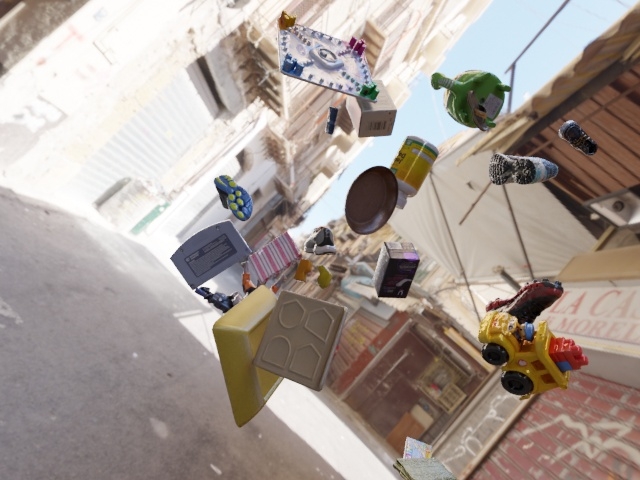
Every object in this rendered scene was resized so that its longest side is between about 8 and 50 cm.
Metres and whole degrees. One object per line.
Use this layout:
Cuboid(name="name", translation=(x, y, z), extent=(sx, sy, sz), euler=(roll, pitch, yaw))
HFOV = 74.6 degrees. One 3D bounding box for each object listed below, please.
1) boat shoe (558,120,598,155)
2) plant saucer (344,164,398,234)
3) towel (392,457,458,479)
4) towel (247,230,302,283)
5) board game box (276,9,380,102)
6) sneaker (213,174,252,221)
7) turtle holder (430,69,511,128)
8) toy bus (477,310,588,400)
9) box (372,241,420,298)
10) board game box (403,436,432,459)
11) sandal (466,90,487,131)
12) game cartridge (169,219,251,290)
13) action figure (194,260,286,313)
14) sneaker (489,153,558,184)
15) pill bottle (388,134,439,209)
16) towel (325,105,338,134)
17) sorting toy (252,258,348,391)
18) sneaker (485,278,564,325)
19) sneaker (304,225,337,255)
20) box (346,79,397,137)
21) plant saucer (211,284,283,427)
Cuboid(name="boat shoe", translation=(0.904, -0.355, 1.460), extent=(0.183, 0.065, 0.083), euler=(13, 31, -40))
Cuboid(name="plant saucer", translation=(0.135, -0.114, 1.163), extent=(0.036, 0.199, 0.199), euler=(32, -13, 47))
Cuboid(name="towel", translation=(0.277, 0.617, 1.114), extent=(0.148, 0.027, 0.110), euler=(8, 4, -21))
Cuboid(name="towel", translation=(-0.181, 0.064, 1.640), extent=(0.144, 0.197, 0.029), euler=(55, -2, 34))
Cuboid(name="board game box", translation=(0.028, -0.716, 1.619), extent=(0.389, 0.050, 0.390), euler=(9, 51, -21))
Cuboid(name="sneaker", translation=(-0.242, -0.115, 1.184), extent=(0.188, 0.067, 0.078), euler=(47, -25, 36))
Cuboid(name="turtle holder", translation=(0.637, -0.626, 1.855), extent=(0.227, 0.319, 0.244), euler=(-123, -156, -56))
Cuboid(name="toy bus", translation=(0.544, 0.276, 1.069), extent=(0.220, 0.149, 0.211), euler=(53, -45, -5))
Cuboid(name="box", translation=(0.386, 0.154, 2.170), extent=(0.143, 0.165, 0.271), euler=(-101, -162, -53))
Cuboid(name="board game box", translation=(0.377, 0.846, 1.633), extent=(0.103, 0.026, 0.154), euler=(15, 20, 13))
Cuboid(name="sandal", translation=(0.656, -0.534, 1.731), extent=(0.049, 0.072, 0.180), euler=(-8, -68, 47))
Cuboid(name="game cartridge", translation=(-0.467, 0.050, 1.771), extent=(0.198, 0.297, 0.062), euler=(58, -7, -6))
Cuboid(name="action figure", translation=(-0.307, 0.211, 1.666), extent=(0.341, 0.330, 0.178), euler=(29, -47, -13))
Cuboid(name="sneaker", translation=(0.696, -0.241, 1.458), extent=(0.283, 0.122, 0.110), euler=(-125, -146, -70))
Cuboid(name="pill bottle", translation=(0.266, -0.206, 1.293), extent=(0.117, 0.209, 0.117), euler=(29, 2, -1))
Cuboid(name="towel", translation=(0.048, -0.540, 1.886), extent=(0.029, 0.120, 0.067), euler=(3, 23, -24))
Cuboid(name="sorting toy", translation=(-0.035, 0.206, 1.090), extent=(0.228, 0.308, 0.041), euler=(10, -19, 34))
Cuboid(name="sneaker", translation=(0.622, 0.216, 1.281), extent=(0.097, 0.135, 0.276), euler=(26, -38, -13))
Cuboid(name="sneaker", translation=(0.000, 0.000, 1.604), extent=(0.271, 0.100, 0.108), euler=(179, -91, -75))
Cuboid(name="box", translation=(0.204, -0.544, 1.729), extent=(0.127, 0.148, 0.233), euler=(95, -14, -49))
Cuboid(name="plant saucer", translation=(-0.183, 0.344, 1.314), extent=(0.333, 0.080, 0.333), euler=(-39, 121, -66))
